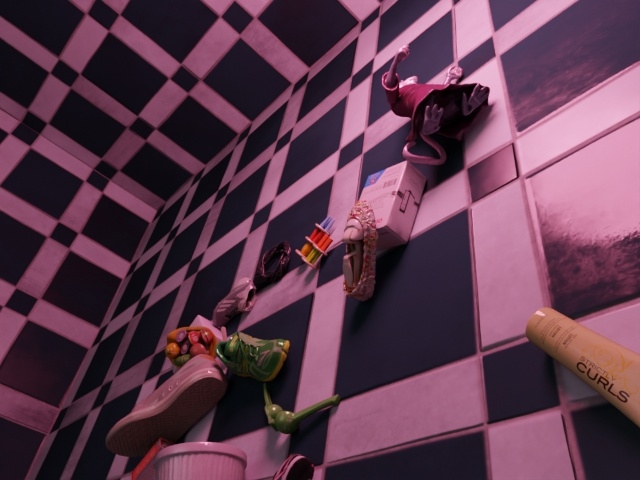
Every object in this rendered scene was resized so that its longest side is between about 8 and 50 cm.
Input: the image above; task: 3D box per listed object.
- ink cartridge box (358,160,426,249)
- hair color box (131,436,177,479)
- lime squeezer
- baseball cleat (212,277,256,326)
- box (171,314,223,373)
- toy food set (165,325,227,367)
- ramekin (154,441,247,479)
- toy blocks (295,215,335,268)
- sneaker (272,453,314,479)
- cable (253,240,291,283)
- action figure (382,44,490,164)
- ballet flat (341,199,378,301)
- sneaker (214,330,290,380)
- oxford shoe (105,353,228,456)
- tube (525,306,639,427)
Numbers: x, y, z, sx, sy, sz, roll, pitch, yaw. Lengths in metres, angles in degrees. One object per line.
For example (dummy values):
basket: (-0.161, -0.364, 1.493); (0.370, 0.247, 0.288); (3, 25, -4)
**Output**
ink cartridge box: (0.167, -0.083, 1.326); (0.148, 0.086, 0.203); (-15, 46, 51)
hair color box: (-0.474, 0.645, 1.512); (0.141, 0.072, 0.043); (-51, 27, 4)
lime squeezer: (-0.084, 0.385, 1.209); (0.310, 0.059, 0.110); (-13, 47, 54)
baseball cleat: (-0.283, 0.219, 1.715); (0.206, 0.072, 0.109); (-57, 40, 14)
box: (-0.405, 0.356, 1.723); (0.170, 0.091, 0.130); (-54, 26, 1)
toy food set: (-0.392, 0.325, 1.606); (0.217, 0.071, 0.128); (-8, 75, 16)
ramekin: (-0.269, 0.538, 1.168); (0.207, 0.207, 0.109); (-36, 40, 31)
toy blocks: (0.000, 0.000, 1.535); (0.148, 0.054, 0.123); (-52, 26, 2)
sneaker: (-0.078, 0.512, 1.052); (0.178, 0.072, 0.077); (-52, 13, -15)
cable: (-0.146, 0.070, 1.709); (0.184, 0.047, 0.151); (-25, 33, 48)
action figure: (0.285, -0.361, 1.418); (0.370, 0.248, 0.276); (-135, 56, -62)
ballet flat: (0.087, 0.023, 1.223); (0.091, 0.077, 0.241); (-6, 86, 50)
sneaker: (-0.192, 0.307, 1.400); (0.295, 0.123, 0.109); (-20, 42, 47)
oxford shoe: (-0.452, 0.494, 1.558); (0.449, 0.169, 0.130); (-39, 32, 12)
tube: (0.385, 0.168, 0.709); (0.240, 0.062, 0.070); (-137, 44, -59)
